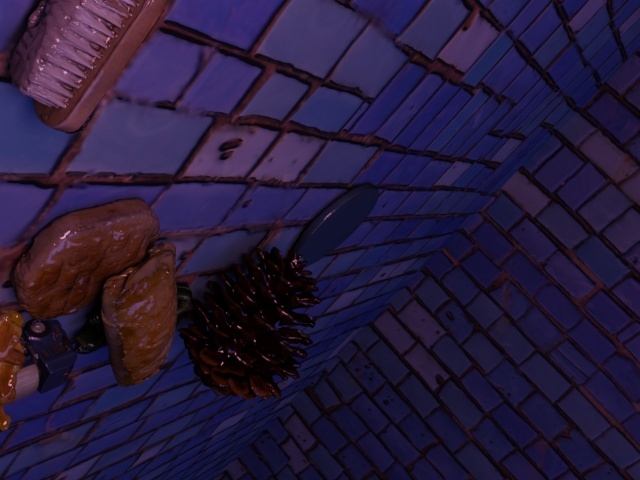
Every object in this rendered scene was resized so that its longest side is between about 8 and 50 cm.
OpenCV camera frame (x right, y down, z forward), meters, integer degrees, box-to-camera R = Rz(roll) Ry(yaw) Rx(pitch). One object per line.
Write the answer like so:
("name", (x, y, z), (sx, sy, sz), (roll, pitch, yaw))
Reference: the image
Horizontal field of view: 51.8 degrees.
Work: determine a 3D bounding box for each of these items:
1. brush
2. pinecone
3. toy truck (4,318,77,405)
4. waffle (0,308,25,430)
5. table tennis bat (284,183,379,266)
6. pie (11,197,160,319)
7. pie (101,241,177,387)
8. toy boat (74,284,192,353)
("brush", (-0.138, -0.223, 0.501), (0.327, 0.070, 0.065), (-48, 152, 14))
("pinecone", (-0.113, 0.146, 1.188), (0.292, 0.246, 0.246), (-56, 162, 2))
("toy truck", (-0.404, 0.167, 0.818), (0.201, 0.088, 0.074), (-19, 151, -52))
("waffle", (-0.426, 0.136, 0.625), (0.281, 0.058, 0.301), (-32, 142, -21))
("table tennis bat", (0.000, 0.000, 1.398), (0.329, 0.044, 0.215), (-42, 165, -6))
("pie", (-0.286, 0.027, 0.811), (0.195, 0.046, 0.195), (-38, 161, -15))
("pie", (-0.247, 0.112, 0.923), (0.128, 0.068, 0.282), (-40, 158, -35))
("toy boat", (-0.285, 0.115, 1.020), (0.210, 0.052, 0.104), (-19, 150, -50))
